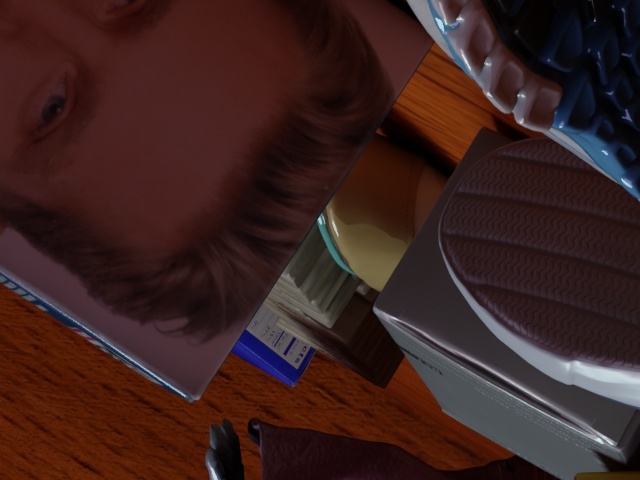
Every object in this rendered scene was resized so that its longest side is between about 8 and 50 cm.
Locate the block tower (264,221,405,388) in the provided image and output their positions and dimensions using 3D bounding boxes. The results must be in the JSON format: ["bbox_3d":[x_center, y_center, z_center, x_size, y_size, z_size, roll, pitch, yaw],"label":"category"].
[{"bbox_3d":[0.000,0.000,1.179,0.091,0.097,0.335,32,172,17],"label":"block tower"}]

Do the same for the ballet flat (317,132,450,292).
[{"bbox_3d":[0.060,-0.003,1.026,0.073,0.080,0.232,2,166,17],"label":"ballet flat"}]

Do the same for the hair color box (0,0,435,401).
[{"bbox_3d":[-0.149,-0.104,0.749,0.347,0.174,0.105,34,172,-10],"label":"hair color box"}]

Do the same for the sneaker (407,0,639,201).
[{"bbox_3d":[0.059,-0.062,0.522,0.083,0.071,0.191,36,176,42],"label":"sneaker"}]

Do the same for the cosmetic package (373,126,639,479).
[{"bbox_3d":[0.115,0.047,0.907,0.127,0.107,0.238,28,169,19],"label":"cosmetic package"}]

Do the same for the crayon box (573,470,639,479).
[{"bbox_3d":[0.226,0.158,0.873,0.202,0.081,0.318,-2,163,14],"label":"crayon box"}]

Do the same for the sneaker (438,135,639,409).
[{"bbox_3d":[0.151,0.039,0.691,0.258,0.094,0.091,27,167,41],"label":"sneaker"}]

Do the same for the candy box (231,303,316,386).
[{"bbox_3d":[-0.155,-0.039,1.525,0.268,0.122,0.317,27,170,38],"label":"candy box"}]

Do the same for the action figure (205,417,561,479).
[{"bbox_3d":[0.118,0.192,1.210,0.370,0.275,0.248,1,178,7],"label":"action figure"}]
